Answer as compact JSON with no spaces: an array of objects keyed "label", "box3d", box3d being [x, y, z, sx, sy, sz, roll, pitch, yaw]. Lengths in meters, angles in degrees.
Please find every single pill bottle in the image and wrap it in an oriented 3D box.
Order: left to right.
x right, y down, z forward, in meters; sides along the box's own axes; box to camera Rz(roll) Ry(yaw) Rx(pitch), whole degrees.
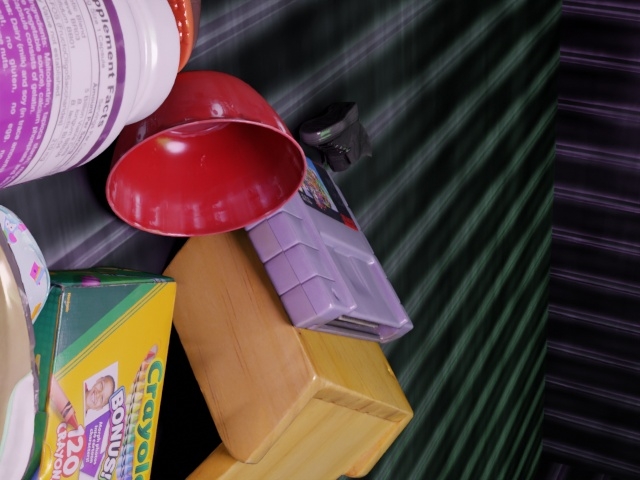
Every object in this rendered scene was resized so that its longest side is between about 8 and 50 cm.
[{"label":"pill bottle","box3d":[-0.221,-0.113,0.644,0.301,0.169,0.169,-30,126,-61]}]

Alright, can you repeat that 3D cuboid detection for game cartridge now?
[{"label":"game cartridge","box3d":[0.000,0.000,1.160,0.230,0.068,0.355,66,13,14]}]

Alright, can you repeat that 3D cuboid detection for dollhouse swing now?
[{"label":"dollhouse swing","box3d":[-0.101,0.181,1.174,0.315,0.305,0.347,63,12,23]}]

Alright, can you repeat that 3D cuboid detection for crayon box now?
[{"label":"crayon box","box3d":[-0.216,0.164,0.873,0.165,0.081,0.278,1,98,-66]}]

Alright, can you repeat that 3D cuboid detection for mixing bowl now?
[{"label":"mixing bowl","box3d":[-0.111,-0.092,0.943,0.181,0.181,0.098,54,20,-59]}]

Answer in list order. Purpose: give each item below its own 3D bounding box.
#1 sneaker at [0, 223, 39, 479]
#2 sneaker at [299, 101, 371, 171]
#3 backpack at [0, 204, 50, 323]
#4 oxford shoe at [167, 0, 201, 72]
[{"label":"sneaker","box3d":[-0.276,0.127,0.472,0.410,0.158,0.182,-56,158,21]},{"label":"sneaker","box3d":[0.023,-0.127,1.345,0.170,0.051,0.089,-46,135,-58]},{"label":"backpack","box3d":[-0.268,0.050,0.671,0.182,0.115,0.152,-61,148,-43]},{"label":"oxford shoe","box3d":[-0.145,-0.281,0.876,0.098,0.097,0.271,-74,170,-62]}]
